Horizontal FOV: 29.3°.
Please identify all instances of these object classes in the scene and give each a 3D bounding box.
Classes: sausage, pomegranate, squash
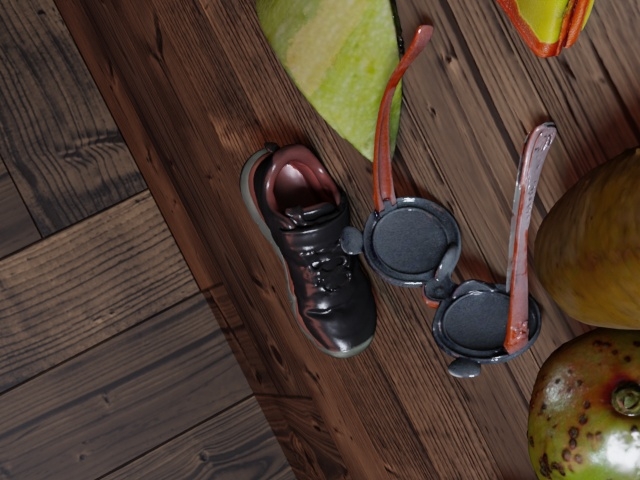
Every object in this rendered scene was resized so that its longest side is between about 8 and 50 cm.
[{"bbox_3d":[0.246,-0.008,0.708,0.136,0.123,0.501,38,168,-12],"label":"sausage"},{"bbox_3d":[0.238,0.141,0.928,0.159,0.159,0.205,57,-169,21],"label":"pomegranate"},{"bbox_3d":[0.033,-0.214,1.222,0.237,0.155,0.204,58,-160,11],"label":"squash"}]

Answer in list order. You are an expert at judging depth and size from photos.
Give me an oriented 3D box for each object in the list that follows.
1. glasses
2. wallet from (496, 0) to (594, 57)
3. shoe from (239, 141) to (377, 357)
[{"bbox_3d":[0.106,-0.034,1.102,0.234,0.118,0.268,51,160,39],"label":"glasses"},{"bbox_3d":[0.107,-0.247,0.851,0.241,0.067,0.141,57,165,19],"label":"wallet"},{"bbox_3d":[0.000,0.000,1.509,0.291,0.114,0.137,64,159,8],"label":"shoe"}]
